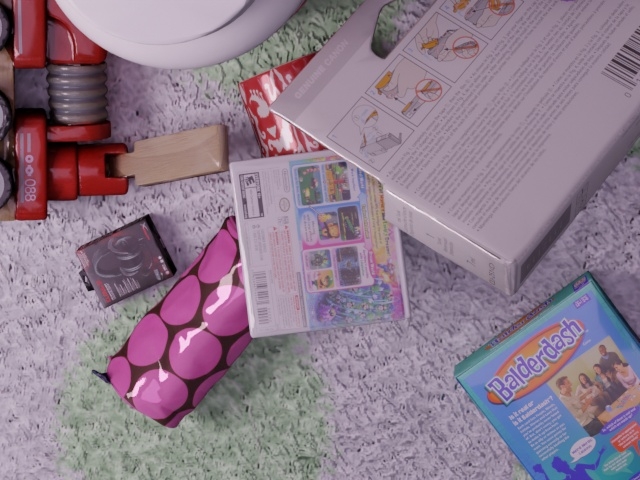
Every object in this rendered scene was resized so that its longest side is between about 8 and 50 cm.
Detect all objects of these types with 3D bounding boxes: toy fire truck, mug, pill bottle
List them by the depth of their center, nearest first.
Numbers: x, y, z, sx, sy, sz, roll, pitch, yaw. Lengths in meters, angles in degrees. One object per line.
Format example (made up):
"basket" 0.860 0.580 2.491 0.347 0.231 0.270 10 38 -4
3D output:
"pill bottle" -0.108 -0.260 1.633 0.229 0.407 0.229 1 100 3
"toy fire truck" -0.213 -0.126 1.807 0.246 0.158 0.217 -1 100 -9
"mug" 0.009 -0.087 1.828 0.113 0.150 0.169 -19 96 46

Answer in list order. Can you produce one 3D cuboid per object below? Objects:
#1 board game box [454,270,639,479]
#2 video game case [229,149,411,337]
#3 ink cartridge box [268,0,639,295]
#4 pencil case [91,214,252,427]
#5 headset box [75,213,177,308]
"board game box" 0.250 0.159 1.872 0.160 0.047 0.210 -36 97 9
"video game case" 0.000 0.000 1.754 0.143 0.019 0.157 -7 90 1
"ink cartridge box" 0.146 -0.134 1.749 0.261 0.066 0.296 33 68 20
"pencil case" -0.112 0.071 1.852 0.209 0.098 0.095 -48 135 13
"headset box" -0.187 0.021 1.879 0.083 0.032 0.062 -24 98 6
